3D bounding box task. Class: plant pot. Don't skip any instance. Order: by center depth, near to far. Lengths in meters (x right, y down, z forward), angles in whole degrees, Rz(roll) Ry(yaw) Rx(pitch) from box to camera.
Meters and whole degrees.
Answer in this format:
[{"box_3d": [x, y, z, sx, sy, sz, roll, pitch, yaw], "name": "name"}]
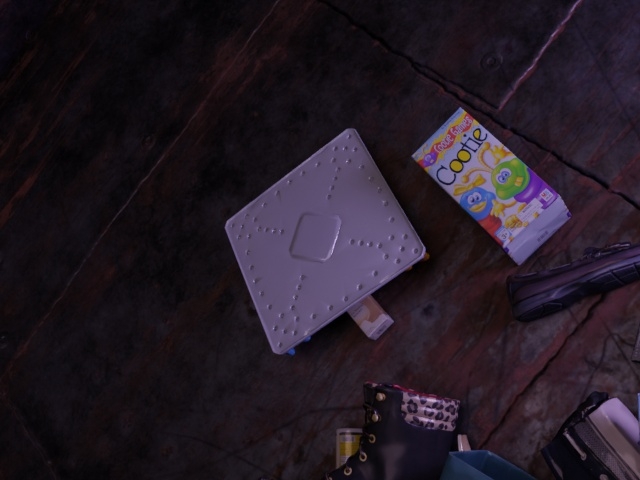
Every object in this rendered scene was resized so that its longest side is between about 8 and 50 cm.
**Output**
[{"box_3d": [0.274, 0.502, 1.272, 0.165, 0.165, 0.234, 25, 95, 38], "name": "plant pot"}]

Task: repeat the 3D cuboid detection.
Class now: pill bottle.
[{"box_3d": [0.062, 0.437, 1.510, 0.065, 0.065, 0.116, -7, 71, 26], "name": "pill bottle"}]

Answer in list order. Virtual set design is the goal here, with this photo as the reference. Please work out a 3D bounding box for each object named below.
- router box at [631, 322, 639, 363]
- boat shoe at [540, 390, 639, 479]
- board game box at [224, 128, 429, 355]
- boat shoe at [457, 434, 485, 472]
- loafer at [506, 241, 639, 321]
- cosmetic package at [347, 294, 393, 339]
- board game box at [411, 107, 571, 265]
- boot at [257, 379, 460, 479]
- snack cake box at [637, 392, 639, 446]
[{"box_3d": [0.608, 0.166, 1.320, 0.092, 0.038, 0.123, 13, 81, 31], "name": "router box"}, {"box_3d": [0.522, 0.431, 1.255, 0.158, 0.127, 0.341, -50, 61, 31], "name": "boat shoe"}, {"box_3d": [0.000, 0.000, 1.657, 0.390, 0.050, 0.390, -36, 53, 14], "name": "board game box"}, {"box_3d": [0.292, 0.426, 1.405, 0.045, 0.050, 0.135, -20, 72, 13], "name": "boat shoe"}, {"box_3d": [0.483, 0.052, 1.385, 0.302, 0.109, 0.095, -27, 60, 22], "name": "loafer"}, {"box_3d": [0.095, 0.149, 1.594, 0.060, 0.041, 0.115, -48, 59, 8], "name": "cosmetic package"}, {"box_3d": [0.335, -0.107, 1.487, 0.144, 0.142, 0.275, -45, 60, 9], "name": "board game box"}, {"box_3d": [0.075, 0.405, 1.406, 0.377, 0.138, 0.284, 10, 85, 6], "name": "boot"}, {"box_3d": [0.559, 0.361, 1.111, 0.152, 0.089, 0.265, -5, 77, 27], "name": "snack cake box"}]
